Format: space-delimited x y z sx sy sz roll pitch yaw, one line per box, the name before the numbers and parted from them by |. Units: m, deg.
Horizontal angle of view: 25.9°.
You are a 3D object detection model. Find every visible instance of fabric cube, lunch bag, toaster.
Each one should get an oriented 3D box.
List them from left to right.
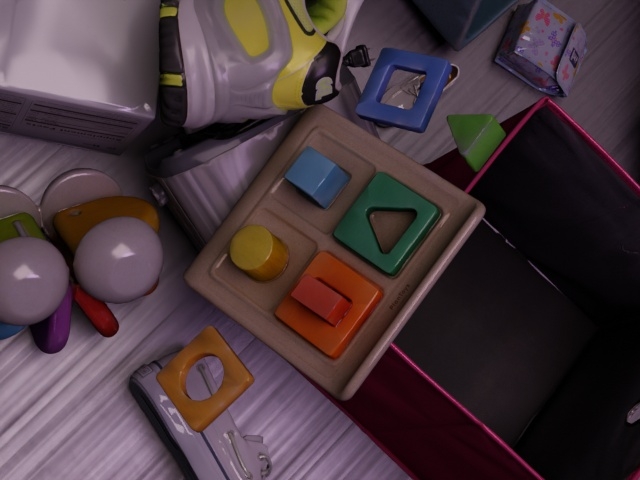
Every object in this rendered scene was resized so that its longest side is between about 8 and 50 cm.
toaster | -0.029 -0.056 1.204 0.227 0.129 0.146 -30 106 -15
fabric cube | 0.157 0.074 1.217 0.259 0.258 0.254 42 69 -7
lunch bag | 0.229 -0.193 1.399 0.083 0.053 0.071 32 73 -21

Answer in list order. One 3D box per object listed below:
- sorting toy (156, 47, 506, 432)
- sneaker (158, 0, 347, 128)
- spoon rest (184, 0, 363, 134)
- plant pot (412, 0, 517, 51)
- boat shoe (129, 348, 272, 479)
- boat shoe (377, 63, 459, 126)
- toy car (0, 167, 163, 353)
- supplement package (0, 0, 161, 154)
sorting toy | 0.000 0.000 1.057 0.196 0.047 0.348 34 86 33
sneaker | -0.048 -0.218 1.190 0.147 0.145 0.385 4 43 -1
spoon rest | -0.025 -0.179 1.291 0.137 0.084 0.276 37 70 -11
plant pot | 0.146 -0.388 1.312 0.247 0.248 0.252 -41 79 -20
boat shoe | -0.078 0.194 1.206 0.075 0.083 0.226 -30 90 -20
boat shoe | 0.095 -0.144 1.352 0.100 0.035 0.035 -30 91 -22
toy car | -0.221 0.029 1.171 0.182 0.159 0.136 -13 121 -21
supplement package | -0.238 -0.230 1.194 0.204 0.145 0.262 10 77 -18
